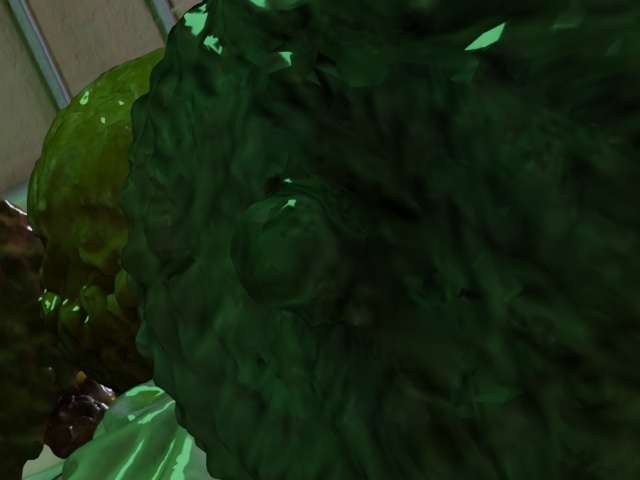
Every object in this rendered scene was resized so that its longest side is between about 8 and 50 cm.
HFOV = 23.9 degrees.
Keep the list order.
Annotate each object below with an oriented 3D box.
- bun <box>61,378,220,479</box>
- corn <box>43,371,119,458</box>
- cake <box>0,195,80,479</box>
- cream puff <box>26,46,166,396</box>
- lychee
[{"bbox_3d":[-0.043,0.110,0.598,0.173,0.120,0.173,-23,7,3],"label":"bun"},{"bbox_3d":[-0.139,0.112,1.212,0.097,0.097,0.262,-22,4,27],"label":"corn"},{"bbox_3d":[-0.317,0.083,1.040,0.255,0.282,0.290,-55,14,-20],"label":"cake"},{"bbox_3d":[0.000,0.000,0.890,0.327,0.231,0.343,-10,-4,25],"label":"cream puff"},{"bbox_3d":[0.071,-0.005,0.475,0.255,0.255,0.274,-21,-2,38],"label":"lychee"}]
